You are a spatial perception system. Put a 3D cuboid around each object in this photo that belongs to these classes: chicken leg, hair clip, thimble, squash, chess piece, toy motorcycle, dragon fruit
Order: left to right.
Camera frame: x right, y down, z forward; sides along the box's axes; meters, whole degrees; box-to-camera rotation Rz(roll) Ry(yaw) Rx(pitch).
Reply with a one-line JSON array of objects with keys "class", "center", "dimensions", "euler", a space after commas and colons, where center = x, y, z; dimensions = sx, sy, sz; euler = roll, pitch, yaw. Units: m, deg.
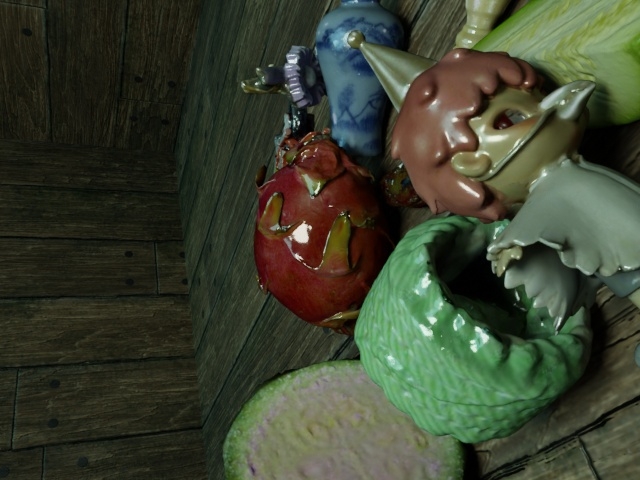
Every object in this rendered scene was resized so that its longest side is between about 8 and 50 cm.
[{"class": "toy motorcycle", "center": [-0.042, -0.118, 1.042], "dimensions": [0.171, 0.089, 0.298], "euler": [-101, 15, -44]}, {"class": "hair clip", "center": [-0.019, -0.284, 0.940], "dimensions": [0.085, 0.292, 0.106], "euler": [-1, 111, 37]}, {"class": "dragon fruit", "center": [0.001, 0.003, 0.882], "dimensions": [0.250, 0.250, 0.315], "euler": [-117, 14, -48]}, {"class": "squash", "center": [0.031, 0.378, 0.764], "dimensions": [0.310, 0.310, 0.308], "euler": [-122, 25, -51]}, {"class": "chicken leg", "center": [0.143, -0.108, 0.759], "dimensions": [0.234, 0.063, 0.105], "euler": [119, 152, -49]}, {"class": "thimble", "center": [0.153, 0.078, 0.556], "dimensions": [0.219, 0.219, 0.150], "euler": [-110, 34, -40]}, {"class": "chess piece", "center": [0.192, -0.267, 0.657], "dimensions": [0.066, 0.066, 0.122], "euler": [-121, 36, -51]}, {"class": "squash", "center": [0.222, -0.146, 0.510], "dimensions": [0.289, 0.111, 0.203], "euler": [-30, 29, 59]}]

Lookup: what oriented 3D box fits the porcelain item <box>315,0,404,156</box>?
[{"class": "porcelain item", "center": [0.061, -0.268, 0.883], "dimensions": [0.141, 0.141, 0.259], "euler": [-137, 44, -60]}]

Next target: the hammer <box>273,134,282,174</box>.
[{"class": "hammer", "center": [-0.023, -0.140, 1.171], "dimensions": [0.427, 0.044, 0.152], "euler": [-152, 65, -63]}]

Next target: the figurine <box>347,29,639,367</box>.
[{"class": "figurine", "center": [0.171, -0.072, 0.468], "dimensions": [0.387, 0.207, 0.166], "euler": [53, 142, 22]}]
